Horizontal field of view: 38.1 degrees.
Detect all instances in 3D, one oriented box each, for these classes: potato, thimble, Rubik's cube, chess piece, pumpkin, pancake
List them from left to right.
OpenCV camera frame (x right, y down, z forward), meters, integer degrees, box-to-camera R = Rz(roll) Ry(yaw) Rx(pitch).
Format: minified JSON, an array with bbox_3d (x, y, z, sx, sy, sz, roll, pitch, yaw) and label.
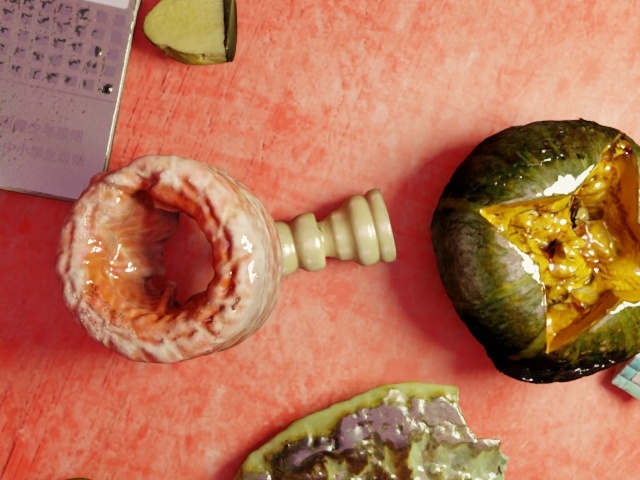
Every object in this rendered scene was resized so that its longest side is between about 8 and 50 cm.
[{"bbox_3d":[-0.164,0.022,1.036,0.239,0.162,0.239,0,89,14],"label":"thimble"},{"bbox_3d":[-0.154,-0.248,1.107,0.103,0.066,0.096,5,66,1],"label":"potato"},{"bbox_3d":[0.000,0.000,1.127,0.171,0.094,0.094,-14,93,1],"label":"chess piece"},{"bbox_3d":[0.034,0.348,1.133,0.305,0.067,0.426,30,88,-4],"label":"pancake"},{"bbox_3d":[0.289,0.006,1.109,0.321,0.192,0.320,0,91,-6],"label":"pumpkin"},{"bbox_3d":[0.425,0.164,1.193,0.084,0.075,0.073,44,40,-6],"label":"Rubik's cube"}]

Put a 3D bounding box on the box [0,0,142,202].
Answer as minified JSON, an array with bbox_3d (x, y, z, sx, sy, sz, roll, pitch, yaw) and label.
[{"bbox_3d":[-0.317,-0.214,1.092,0.180,0.047,0.324,11,89,-8],"label":"box"}]

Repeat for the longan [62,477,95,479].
[{"bbox_3d":[-0.265,0.345,1.073,0.145,0.176,0.154,-8,120,32],"label":"longan"}]
